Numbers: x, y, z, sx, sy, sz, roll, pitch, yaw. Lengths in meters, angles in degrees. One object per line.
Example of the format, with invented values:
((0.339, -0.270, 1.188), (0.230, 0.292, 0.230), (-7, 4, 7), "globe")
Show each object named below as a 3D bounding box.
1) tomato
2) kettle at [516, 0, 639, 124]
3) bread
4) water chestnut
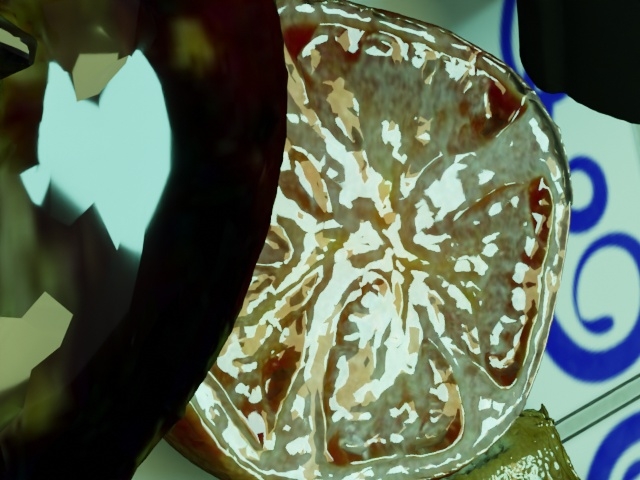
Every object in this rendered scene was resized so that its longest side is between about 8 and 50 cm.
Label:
((0.000, 0.000, 0.722), (0.237, 0.095, 0.236), (-1, 91, -32), "tomato")
((0.147, -0.227, 0.706), (0.203, 0.262, 0.308), (-66, 149, -47), "kettle")
((0.099, 0.161, 0.836), (0.129, 0.044, 0.126), (-26, 106, -29), "bread")
((-0.156, -0.039, 0.475), (0.350, 0.302, 0.350), (-2, 94, -36), "water chestnut")
